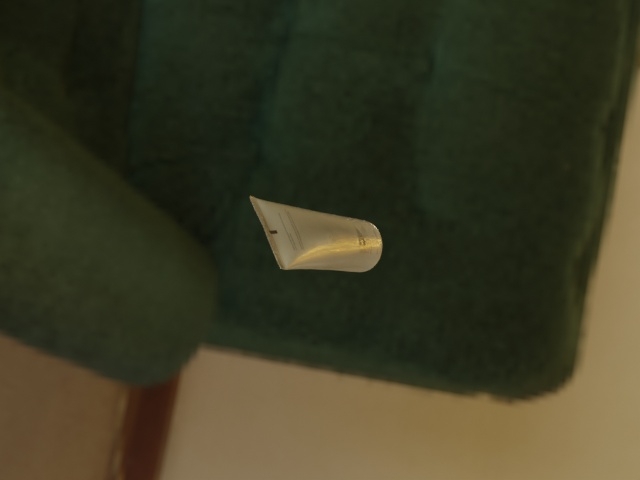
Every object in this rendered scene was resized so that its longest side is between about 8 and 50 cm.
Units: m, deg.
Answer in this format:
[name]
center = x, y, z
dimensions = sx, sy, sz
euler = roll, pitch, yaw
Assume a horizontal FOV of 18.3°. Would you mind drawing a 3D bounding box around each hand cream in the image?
[hand cream]
center = 0.000, 0.000, 2.064
dimensions = 0.186, 0.054, 0.087
euler = 8, 52, -52
